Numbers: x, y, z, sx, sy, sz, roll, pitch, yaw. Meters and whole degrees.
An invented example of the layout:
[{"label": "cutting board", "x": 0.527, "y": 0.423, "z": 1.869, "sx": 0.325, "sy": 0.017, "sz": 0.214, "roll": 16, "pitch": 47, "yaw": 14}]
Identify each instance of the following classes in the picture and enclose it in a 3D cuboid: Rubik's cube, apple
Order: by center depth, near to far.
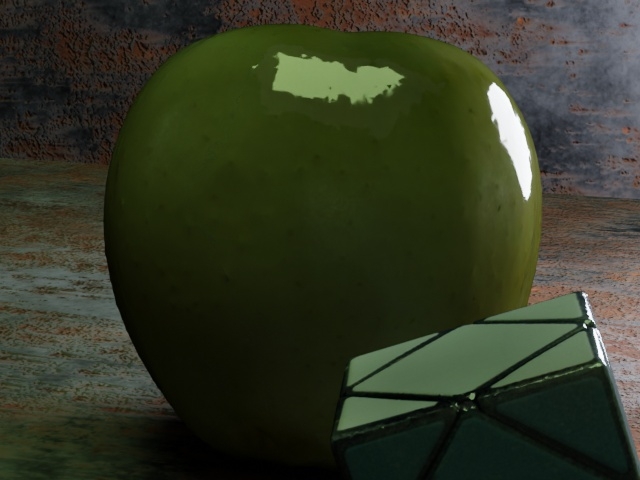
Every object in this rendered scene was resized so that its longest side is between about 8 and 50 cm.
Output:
[{"label": "Rubik's cube", "x": 0.137, "y": 0.179, "z": 1.282, "sx": 0.205, "sy": 0.205, "sz": 0.207, "roll": -17, "pitch": 10, "yaw": 7}, {"label": "apple", "x": 0.000, "y": 0.000, "z": 1.704, "sx": 0.473, "sy": 0.474, "sz": 0.473, "roll": 0, "pitch": 12, "yaw": 0}]
